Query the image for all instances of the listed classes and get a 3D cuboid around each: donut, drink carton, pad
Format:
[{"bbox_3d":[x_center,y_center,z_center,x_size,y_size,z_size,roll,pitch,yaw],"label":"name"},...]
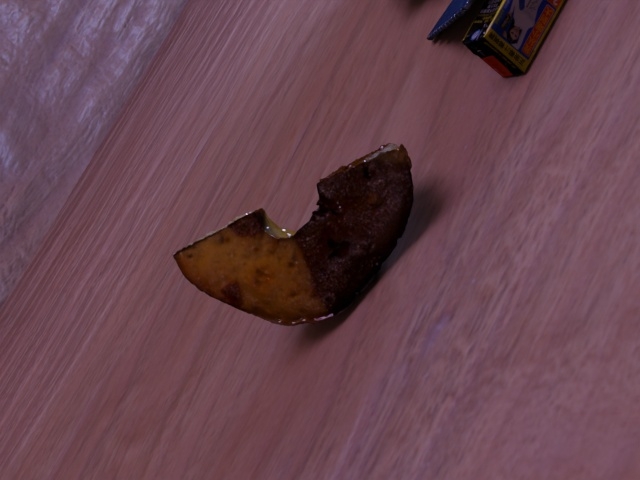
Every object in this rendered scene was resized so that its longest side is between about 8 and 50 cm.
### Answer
[{"bbox_3d":[0.000,0.000,1.238,0.295,0.151,0.112,-25,16,18],"label":"donut"},{"bbox_3d":[0.233,-0.275,1.224,0.166,0.071,0.056,-59,20,-11],"label":"drink carton"},{"bbox_3d":[0.230,-0.373,1.335,0.269,0.012,0.269,-55,4,-1],"label":"pad"}]
